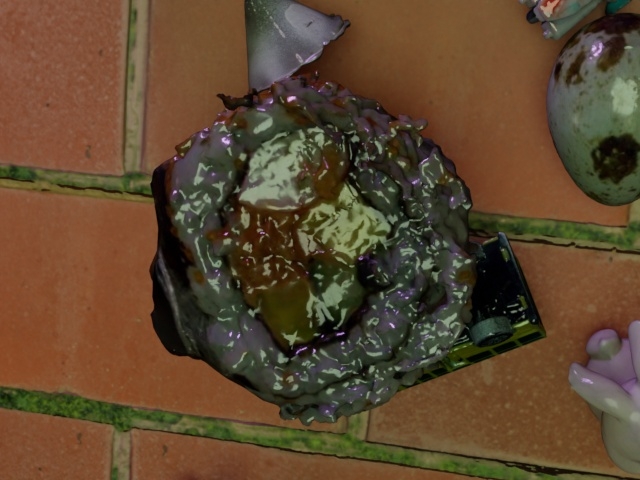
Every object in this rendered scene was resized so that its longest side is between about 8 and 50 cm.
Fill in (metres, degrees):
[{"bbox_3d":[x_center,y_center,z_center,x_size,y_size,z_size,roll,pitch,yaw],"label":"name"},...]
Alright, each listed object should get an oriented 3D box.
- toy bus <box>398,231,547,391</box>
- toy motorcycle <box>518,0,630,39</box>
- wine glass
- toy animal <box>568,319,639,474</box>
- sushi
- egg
[{"bbox_3d":[0.140,0.105,1.338,0.262,0.150,0.128,-22,68,14],"label":"toy bus"},{"bbox_3d":[0.344,-0.329,1.198,0.260,0.171,0.110,-35,94,12],"label":"toy motorcycle"},{"bbox_3d":[-0.089,-0.307,1.260,0.156,0.156,0.232,-32,109,14],"label":"wine glass"},{"bbox_3d":[0.387,0.187,1.304,0.127,0.193,0.179,-29,88,13],"label":"toy animal"},{"bbox_3d":[-0.009,0.009,1.220,0.417,0.176,0.418,3,100,19],"label":"sushi"},{"bbox_3d":[0.349,-0.150,1.240,0.169,0.169,0.231,2,117,9],"label":"egg"}]
